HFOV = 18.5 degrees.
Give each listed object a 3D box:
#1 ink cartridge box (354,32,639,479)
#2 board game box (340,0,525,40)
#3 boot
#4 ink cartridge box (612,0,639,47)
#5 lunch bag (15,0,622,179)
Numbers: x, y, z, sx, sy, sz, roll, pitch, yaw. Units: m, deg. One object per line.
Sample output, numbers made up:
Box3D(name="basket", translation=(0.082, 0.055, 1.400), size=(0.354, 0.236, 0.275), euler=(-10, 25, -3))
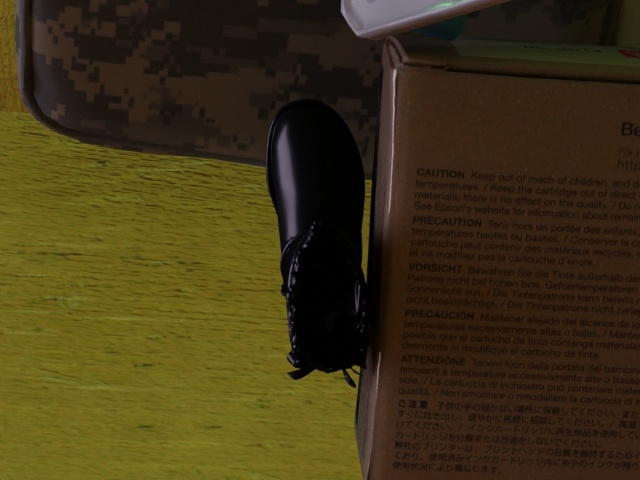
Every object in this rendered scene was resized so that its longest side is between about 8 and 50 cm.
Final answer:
Box3D(name="ink cartridge box", translation=(0.138, 0.013, 0.870), size=(0.088, 0.234, 0.193), euler=(-99, 13, -75))
Box3D(name="board game box", translation=(0.154, -0.289, 0.711), size=(0.390, 0.050, 0.390), euler=(-10, 73, 54))
Box3D(name="boot", translation=(-0.001, 0.000, 0.852), size=(0.099, 0.045, 0.121), euler=(-93, -1, -85))
Box3D(name="ink cartridge box", translation=(0.194, -0.094, 1.068), size=(0.207, 0.117, 0.283), euler=(-99, 13, -76))
Box3D(name="lunch bag", translation=(-0.007, -0.186, 1.004), size=(0.256, 0.305, 0.213), euler=(-92, 7, -52))
